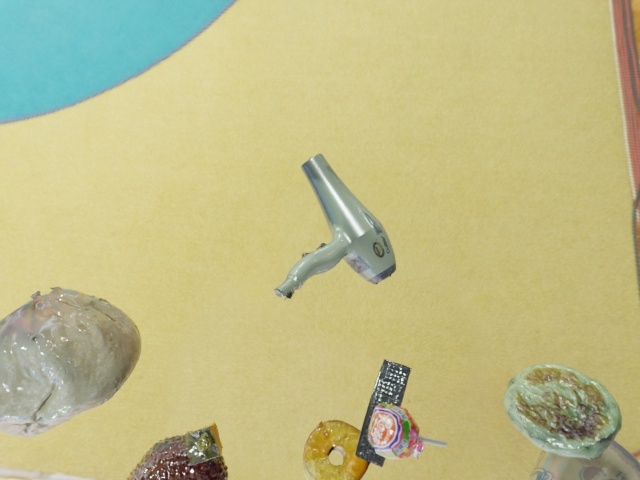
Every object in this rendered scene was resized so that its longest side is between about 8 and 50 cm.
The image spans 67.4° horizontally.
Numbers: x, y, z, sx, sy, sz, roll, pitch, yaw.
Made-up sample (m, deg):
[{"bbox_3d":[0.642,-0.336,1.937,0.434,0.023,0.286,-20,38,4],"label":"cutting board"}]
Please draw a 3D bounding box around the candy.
[{"bbox_3d":[0.237,0.489,1.192,0.124,0.365,0.124,-18,57,30],"label":"candy"}]

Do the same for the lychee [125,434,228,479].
[{"bbox_3d":[-0.375,0.641,1.264,0.260,0.260,0.260,-1,73,4],"label":"lychee"}]

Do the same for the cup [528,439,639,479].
[{"bbox_3d":[0.621,0.641,1.163,0.257,0.227,0.301,-37,113,-24],"label":"cup"}]

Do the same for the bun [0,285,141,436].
[{"bbox_3d":[-0.467,0.195,0.834,0.281,0.281,0.205,-30,114,-5],"label":"bun"}]

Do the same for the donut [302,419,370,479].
[{"bbox_3d":[0.037,0.568,1.244,0.174,0.074,0.190,22,38,3],"label":"donut"}]

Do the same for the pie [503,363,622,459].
[{"bbox_3d":[0.521,0.362,1.042,0.240,0.054,0.240,-7,31,4],"label":"pie"}]

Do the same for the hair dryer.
[{"bbox_3d":[0.001,-0.030,0.728,0.225,0.088,0.219,-6,70,-37],"label":"hair dryer"}]

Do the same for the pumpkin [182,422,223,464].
[{"bbox_3d":[-0.271,0.469,1.107,0.083,0.054,0.074,-21,82,7],"label":"pumpkin"}]

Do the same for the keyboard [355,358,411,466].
[{"bbox_3d":[0.157,0.431,1.215,0.087,0.017,0.250,12,75,31],"label":"keyboard"}]
